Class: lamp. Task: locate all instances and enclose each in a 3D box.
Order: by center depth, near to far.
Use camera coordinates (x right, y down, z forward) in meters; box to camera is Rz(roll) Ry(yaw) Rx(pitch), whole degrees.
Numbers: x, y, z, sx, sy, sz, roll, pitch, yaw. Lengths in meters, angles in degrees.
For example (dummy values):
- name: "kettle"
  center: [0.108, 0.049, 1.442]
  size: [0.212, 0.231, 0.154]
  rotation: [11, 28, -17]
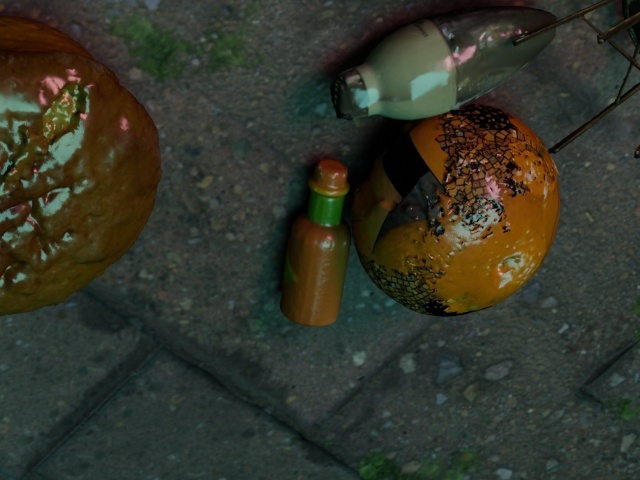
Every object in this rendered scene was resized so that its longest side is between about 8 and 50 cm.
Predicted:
- name: "lamp"
  center: [0.128, -0.182, 1.992]
  size: [0.250, 0.101, 0.101]
  rotation: [-19, 129, -13]

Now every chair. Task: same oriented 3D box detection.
- name: "chair"
  center: [0.369, -0.206, 2.009]
  size: [0.325, 0.160, 0.170]
  rotation: [-32, 110, -28]

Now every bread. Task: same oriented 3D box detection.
- name: "bread"
  center: [-0.306, -0.073, 1.852]
  size: [0.312, 0.172, 0.312]
  rotation: [-14, 132, -16]

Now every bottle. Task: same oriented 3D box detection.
- name: "bottle"
  center: [0.000, 0.000, 2.092]
  size: [0.069, 0.069, 0.187]
  rotation: [-2, 122, -21]

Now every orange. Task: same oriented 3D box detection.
- name: "orange"
  center: [0.148, -0.028, 2.062]
  size: [0.234, 0.182, 0.234]
  rotation: [-23, 136, -24]
